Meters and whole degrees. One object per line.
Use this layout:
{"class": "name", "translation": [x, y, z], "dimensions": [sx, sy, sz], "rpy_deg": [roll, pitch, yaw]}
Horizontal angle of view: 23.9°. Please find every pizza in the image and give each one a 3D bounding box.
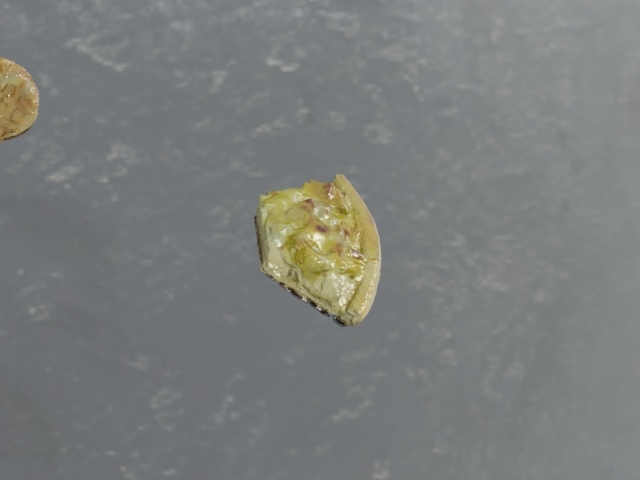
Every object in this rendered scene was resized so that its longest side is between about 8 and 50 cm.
{"class": "pizza", "translation": [0.000, 0.000, 1.188], "dimensions": [0.099, 0.036, 0.160], "rpy_deg": [11, 40, -14]}

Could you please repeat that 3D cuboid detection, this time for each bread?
{"class": "bread", "translation": [-0.335, -0.134, 1.506], "dimensions": [0.111, 0.044, 0.083], "rpy_deg": [-19, 122, -9]}
